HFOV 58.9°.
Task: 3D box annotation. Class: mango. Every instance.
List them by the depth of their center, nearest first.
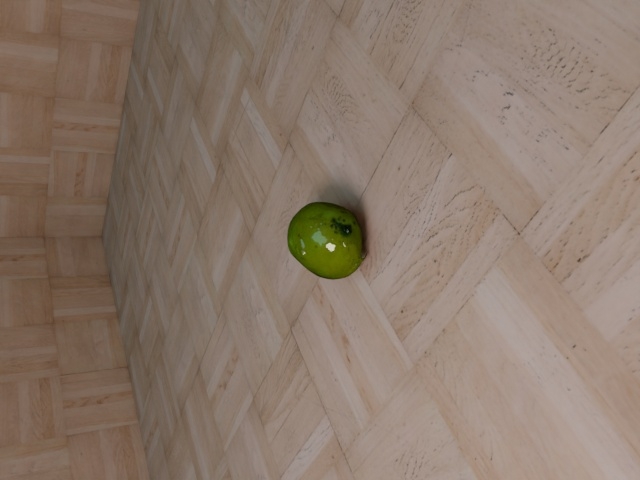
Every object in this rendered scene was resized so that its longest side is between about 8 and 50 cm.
[{"bbox_3d":[-0.001,0.000,0.879,0.178,0.100,0.119,-176,83,-67],"label":"mango"}]
